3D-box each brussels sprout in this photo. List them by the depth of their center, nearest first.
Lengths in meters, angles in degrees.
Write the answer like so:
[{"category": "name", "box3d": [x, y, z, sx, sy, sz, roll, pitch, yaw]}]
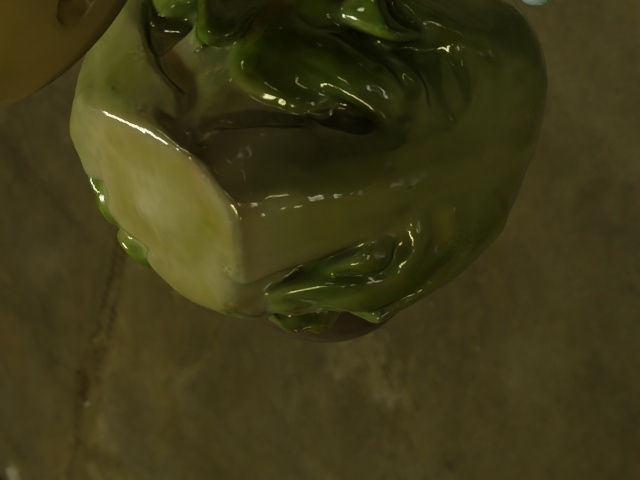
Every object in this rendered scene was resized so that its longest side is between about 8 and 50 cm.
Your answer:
[{"category": "brussels sprout", "box3d": [-0.012, -0.101, 0.965, 0.328, 0.328, 0.247, 25, 141, 42]}]

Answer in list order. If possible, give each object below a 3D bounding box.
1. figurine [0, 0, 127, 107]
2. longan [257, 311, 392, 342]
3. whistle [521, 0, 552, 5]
[{"category": "figurine", "box3d": [-0.152, -0.194, 0.571, 0.222, 0.124, 0.324, -8, 66, 14]}, {"category": "longan", "box3d": [0.000, 0.000, 1.280, 0.212, 0.198, 0.198, -156, 47, -84]}, {"category": "whistle", "box3d": [0.125, -0.156, 0.802, 0.035, 0.100, 0.035, 9, 121, 16]}]
